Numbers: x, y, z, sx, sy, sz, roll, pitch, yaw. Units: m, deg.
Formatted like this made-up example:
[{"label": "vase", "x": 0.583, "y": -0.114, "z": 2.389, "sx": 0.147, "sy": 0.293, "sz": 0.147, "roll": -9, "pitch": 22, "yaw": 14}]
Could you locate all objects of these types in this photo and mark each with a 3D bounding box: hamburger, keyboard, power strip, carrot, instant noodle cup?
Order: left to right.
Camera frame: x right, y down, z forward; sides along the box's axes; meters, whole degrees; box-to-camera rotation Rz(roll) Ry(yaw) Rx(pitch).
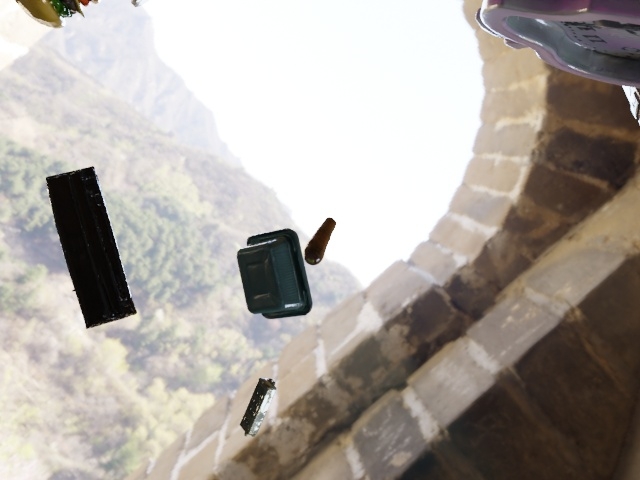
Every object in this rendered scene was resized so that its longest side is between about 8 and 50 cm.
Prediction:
[{"label": "hamburger", "x": -0.348, "y": -0.351, "z": 0.880, "sx": 0.162, "sy": 0.115, "sz": 0.162, "roll": 58, "pitch": -6, "yaw": 10}, {"label": "keyboard", "x": -0.365, "y": 0.009, "z": 1.097, "sx": 0.017, "sy": 0.087, "sz": 0.251, "roll": 147, "pitch": -74, "yaw": -78}, {"label": "power strip", "x": -0.081, "y": 0.216, "z": 0.897, "sx": 0.017, "sy": 0.083, "sz": 0.027, "roll": 20, "pitch": 7, "yaw": -37}, {"label": "instant noodle cup", "x": -0.100, "y": 0.071, "z": 1.387, "sx": 0.157, "sy": 0.070, "sz": 0.179, "roll": -12, "pitch": -91, "yaw": 46}, {"label": "carrot", "x": 0.000, "y": 0.000, "z": 1.046, "sx": 0.032, "sy": 0.032, "sz": 0.093, "roll": 51, "pitch": 43, "yaw": -23}]

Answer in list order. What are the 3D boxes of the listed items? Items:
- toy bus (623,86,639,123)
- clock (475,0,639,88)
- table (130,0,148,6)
[{"label": "toy bus", "x": 0.577, "y": -0.255, "z": 1.214, "sx": 0.172, "sy": 0.072, "sz": 0.057, "roll": -79, "pitch": 162, "yaw": -49}, {"label": "clock", "x": 0.348, "y": -0.252, "z": 0.768, "sx": 0.338, "sy": 0.102, "sz": 0.338, "roll": 14, "pitch": 6, "yaw": -2}, {"label": "table", "x": -0.273, "y": -0.629, "z": 1.225, "sx": 0.249, "sy": 0.317, "sz": 0.317, "roll": 51, "pitch": -2, "yaw": -12}]
